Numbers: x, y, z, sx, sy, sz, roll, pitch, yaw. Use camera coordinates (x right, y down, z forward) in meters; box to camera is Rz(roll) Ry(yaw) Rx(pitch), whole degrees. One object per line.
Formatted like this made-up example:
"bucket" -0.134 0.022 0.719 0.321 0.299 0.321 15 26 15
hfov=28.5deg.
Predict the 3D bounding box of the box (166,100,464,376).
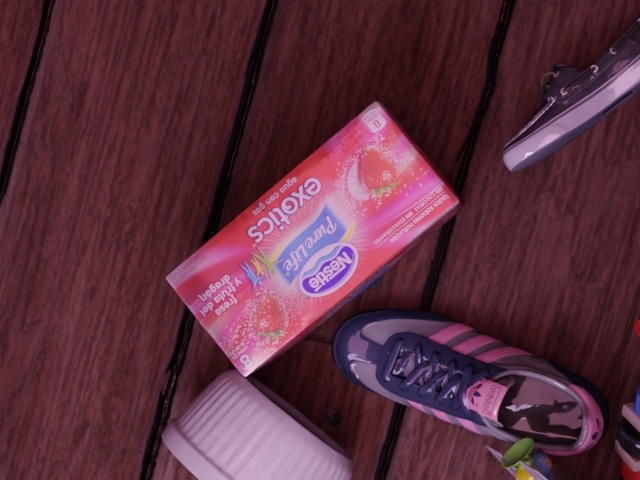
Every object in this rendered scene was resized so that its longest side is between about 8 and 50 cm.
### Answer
"box" 0.000 0.000 1.388 0.300 0.154 0.142 -40 84 6

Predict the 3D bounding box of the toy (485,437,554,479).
"toy" 0.288 0.291 1.321 0.237 0.137 0.056 43 81 -12

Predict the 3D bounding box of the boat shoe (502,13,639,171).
"boat shoe" 0.283 -0.166 1.377 0.228 0.080 0.076 -37 78 7

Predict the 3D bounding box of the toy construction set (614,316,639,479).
"toy construction set" 0.455 0.169 1.299 0.237 0.257 0.309 -30 105 -34

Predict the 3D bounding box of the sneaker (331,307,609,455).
"sneaker" 0.159 0.150 1.370 0.319 0.131 0.112 14 94 10

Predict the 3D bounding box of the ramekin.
"ramekin" -0.061 0.232 1.376 0.207 0.207 0.109 38 88 8
